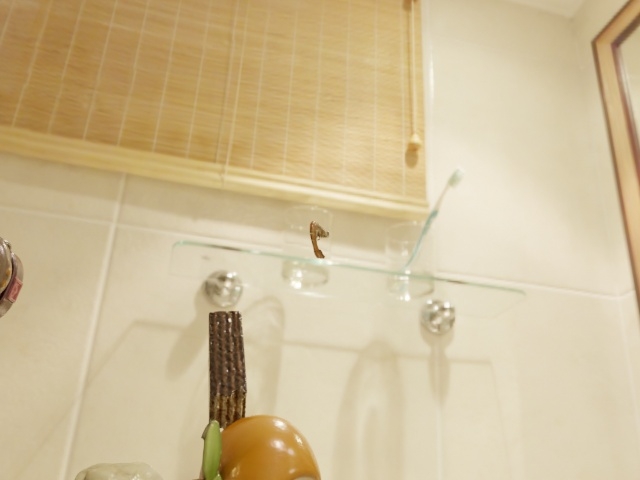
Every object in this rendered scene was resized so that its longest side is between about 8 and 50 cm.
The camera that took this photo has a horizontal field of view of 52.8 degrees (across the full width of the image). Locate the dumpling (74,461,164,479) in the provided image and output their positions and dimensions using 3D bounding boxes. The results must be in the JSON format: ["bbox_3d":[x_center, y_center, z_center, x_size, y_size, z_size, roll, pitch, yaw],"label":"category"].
[{"bbox_3d":[-0.653,0.823,2.143,0.318,0.243,0.187,37,-41,19],"label":"dumpling"}]

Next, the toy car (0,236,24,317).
[{"bbox_3d":[-0.938,0.071,1.609,0.341,0.271,0.240,9,-25,6],"label":"toy car"}]

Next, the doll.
[{"bbox_3d":[-0.128,0.392,1.066,0.236,0.213,0.213,18,-29,-40],"label":"doll"}]

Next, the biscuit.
[{"bbox_3d":[-0.183,0.250,1.252,0.070,0.252,0.106,0,-56,-10],"label":"biscuit"}]

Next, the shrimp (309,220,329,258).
[{"bbox_3d":[0.000,0.000,1.530,0.025,0.090,0.127,-12,-6,19],"label":"shrimp"}]
